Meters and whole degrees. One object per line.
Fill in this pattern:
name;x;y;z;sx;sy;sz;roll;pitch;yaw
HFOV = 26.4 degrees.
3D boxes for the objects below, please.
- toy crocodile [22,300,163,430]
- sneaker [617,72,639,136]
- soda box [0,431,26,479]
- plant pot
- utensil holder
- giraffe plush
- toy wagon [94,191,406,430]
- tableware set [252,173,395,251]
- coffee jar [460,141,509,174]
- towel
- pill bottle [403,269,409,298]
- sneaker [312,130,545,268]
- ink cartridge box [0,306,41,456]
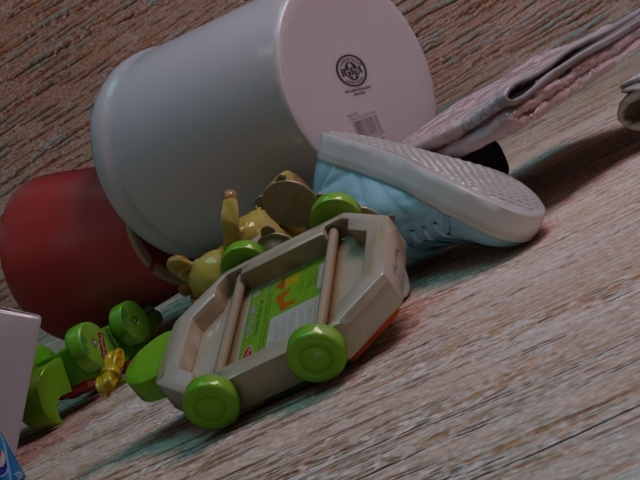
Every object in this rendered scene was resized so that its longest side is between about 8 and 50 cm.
toy crocodile;-0.318;0.165;1.917;0.115;0.105;0.340;-26;3;21
sneaker;0.415;-0.192;1.615;0.169;0.108;0.292;-25;8;-2
soda box;-0.448;0.291;1.571;0.210;0.067;0.071;-25;7;24
plant pot;-0.312;0.001;2.098;0.243;0.275;0.275;-17;12;35
utensil holder;-0.079;-0.173;1.914;0.385;0.327;0.327;-18;11;43
giraffe plush;-0.086;0.035;1.683;0.210;0.181;0.170;-10;-21;-48
toy wagon;-0.072;0.085;1.380;0.344;0.068;0.267;-27;25;20
tableware set;0.000;0.000;1.504;0.020;0.169;0.141;-71;2;-49
coffee jar;0.177;-0.088;1.876;0.096;0.079;0.184;-27;5;-24
towel;0.251;-0.185;1.686;0.332;0.053;0.317;-32;4;-29
pill bottle;0.030;0.053;1.468;0.120;0.067;0.067;-25;8;23
sneaker;0.114;-0.022;1.539;0.135;0.150;0.366;3;13;-31
ink cartridge box;-0.491;0.175;1.743;0.197;0.198;0.270;12;-8;-20
